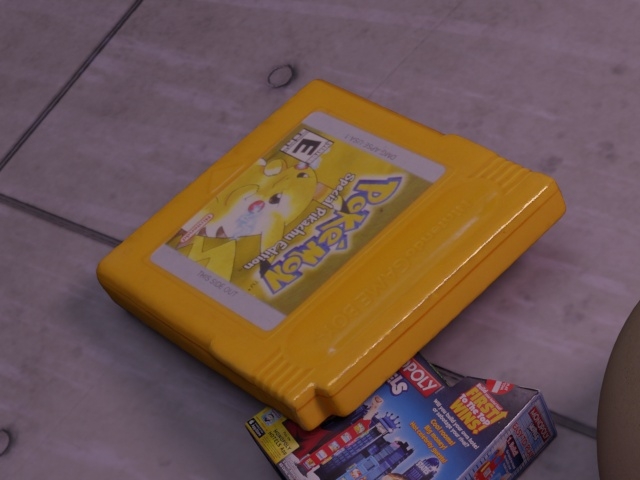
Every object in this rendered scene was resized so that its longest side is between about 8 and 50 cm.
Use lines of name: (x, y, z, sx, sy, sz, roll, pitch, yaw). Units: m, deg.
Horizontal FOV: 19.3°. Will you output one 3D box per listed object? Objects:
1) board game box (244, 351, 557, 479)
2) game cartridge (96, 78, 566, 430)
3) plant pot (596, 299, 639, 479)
board game box: (0.072, 0.158, 1.452, 0.194, 0.060, 0.194, -33, 45, -8)
game cartridge: (0.000, 0.000, 1.577, 0.285, 0.053, 0.323, -42, 37, -17)
plant pot: (0.315, 0.102, 1.304, 0.284, 0.191, 0.284, -12, 49, 15)
